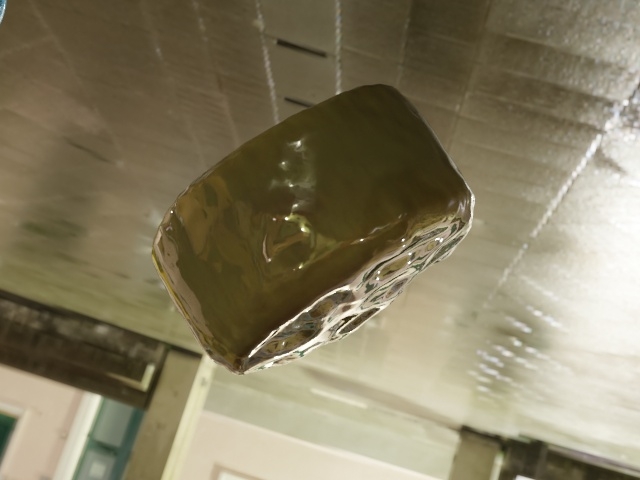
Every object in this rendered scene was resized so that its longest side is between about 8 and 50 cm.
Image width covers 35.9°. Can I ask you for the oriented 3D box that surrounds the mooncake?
[{"bbox_3d":[0.000,0.000,0.892,0.155,0.284,0.284,57,171,12],"label":"mooncake"}]

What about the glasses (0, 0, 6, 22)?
[{"bbox_3d":[-0.414,-0.275,0.924,0.207,0.102,0.239,54,-159,7],"label":"glasses"}]
